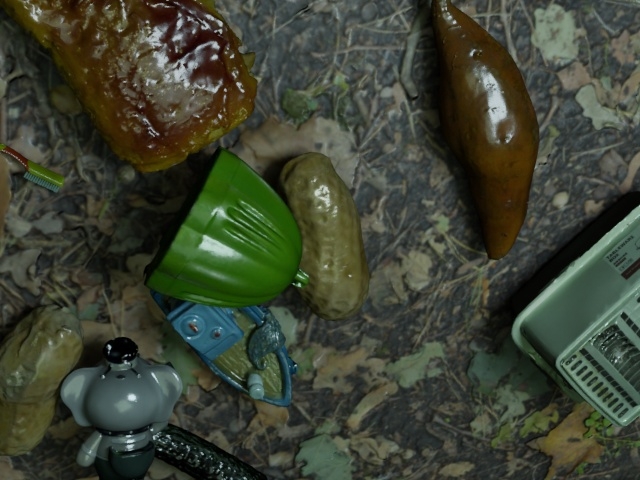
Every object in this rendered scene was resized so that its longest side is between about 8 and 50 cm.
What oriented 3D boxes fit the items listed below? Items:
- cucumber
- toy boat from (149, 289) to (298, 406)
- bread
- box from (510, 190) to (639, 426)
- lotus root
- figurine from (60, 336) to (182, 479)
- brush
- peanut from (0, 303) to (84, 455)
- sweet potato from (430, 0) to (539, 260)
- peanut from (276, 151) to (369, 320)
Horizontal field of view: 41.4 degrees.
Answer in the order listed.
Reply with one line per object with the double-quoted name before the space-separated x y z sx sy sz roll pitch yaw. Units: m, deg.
"cucumber" -0.167 0.299 1.154 0.215 0.058 0.052 36 131 -22
"toy boat" -0.108 0.127 1.064 0.109 0.098 0.238 -36 119 7
"bread" -0.216 -0.253 0.850 0.185 0.109 0.380 -32 117 3
"box" 0.413 0.089 1.142 0.290 0.166 0.220 -43 117 8
"lotus root" -0.086 0.009 0.952 0.186 0.186 0.186 -6 116 -12
"figurine" -0.243 0.209 1.041 0.147 0.126 0.192 -1 107 -20
"brush" -0.329 -0.082 0.951 0.083 0.019 0.021 33 113 -27
"peanut" -0.355 0.172 1.030 0.099 0.099 0.214 16 117 -21
"sweet potato" 0.204 -0.133 1.018 0.112 0.112 0.359 -26 115 -2
"peanut" 0.000 0.000 1.032 0.108 0.095 0.226 -15 117 -11
